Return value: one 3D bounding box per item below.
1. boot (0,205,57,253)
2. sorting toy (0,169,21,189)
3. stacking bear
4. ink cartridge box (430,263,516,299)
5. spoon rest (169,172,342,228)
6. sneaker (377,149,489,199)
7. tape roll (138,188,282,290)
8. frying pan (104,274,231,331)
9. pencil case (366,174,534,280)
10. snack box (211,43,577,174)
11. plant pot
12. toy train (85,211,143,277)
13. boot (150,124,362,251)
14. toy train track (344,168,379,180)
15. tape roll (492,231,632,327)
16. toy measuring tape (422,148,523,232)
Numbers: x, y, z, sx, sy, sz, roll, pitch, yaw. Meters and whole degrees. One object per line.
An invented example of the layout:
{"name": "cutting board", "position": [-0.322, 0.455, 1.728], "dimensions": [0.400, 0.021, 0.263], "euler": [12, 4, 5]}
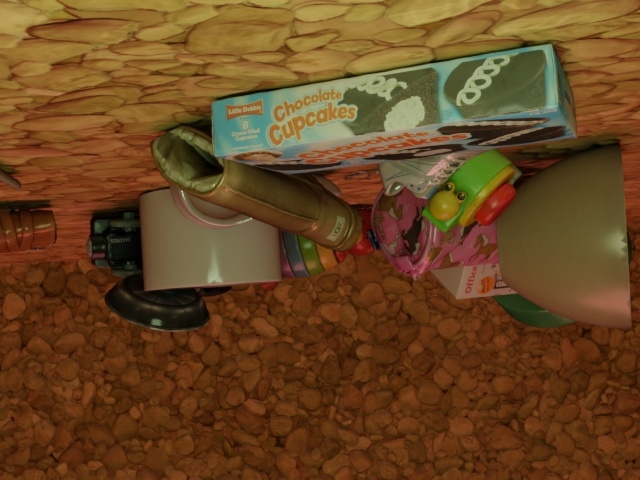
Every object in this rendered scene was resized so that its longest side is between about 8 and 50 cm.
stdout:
{"name": "boot", "position": [-0.559, -0.007, 1.449], "dimensions": [0.220, 0.109, 0.283], "euler": [-2, 178, -12]}
{"name": "sorting toy", "position": [-0.500, -0.071, 1.080], "dimensions": [0.208, 0.038, 0.193], "euler": [-4, 177, -7]}
{"name": "stacking bear", "position": [0.000, 0.000, 2.009], "dimensions": [0.289, 0.175, 0.164], "euler": [-12, 173, 8]}
{"name": "ink cartridge box", "position": [0.355, 0.003, 1.798], "dimensions": [0.232, 0.171, 0.168], "euler": [-4, -150, -23]}
{"name": "spoon rest", "position": [-0.097, -0.063, 1.364], "dimensions": [0.276, 0.084, 0.137], "euler": [-2, 176, -24]}
{"name": "sneaker", "position": [0.153, -0.097, 1.125], "dimensions": [0.071, 0.083, 0.190], "euler": [1, 172, -43]}
{"name": "tape roll", "position": [-0.194, -0.002, 1.526], "dimensions": [0.246, 0.169, 0.246], "euler": [-5, 177, 0]}
{"name": "frying pan", "position": [-0.252, 0.113, 1.648], "dimensions": [0.326, 0.053, 0.197], "euler": [-1, -156, -41]}
{"name": "pencil case", "position": [0.266, -0.032, 1.506], "dimensions": [0.386, 0.160, 0.167], "euler": [-4, 139, -40]}
{"name": "snack box", "position": [0.077, -0.118, 0.849], "dimensions": [0.322, 0.060, 0.187], "euler": [-5, 176, 21]}
{"name": "plant pot", "position": [0.381, -0.002, 1.357], "dimensions": [0.191, 0.284, 0.284], "euler": [-3, 177, 19]}
{"name": "toy train", "position": [-0.318, -0.002, 1.773], "dimensions": [0.334, 0.142, 0.190], "euler": [-5, -171, -24]}
{"name": "boot", "position": [-0.098, -0.079, 1.047], "dimensions": [0.236, 0.089, 0.269], "euler": [24, -178, 40]}
{"name": "toy train track", "position": [0.070, -0.105, 1.429], "dimensions": [0.048, 0.014, 0.083], "euler": [-1, 176, -39]}
{"name": "tape roll", "position": [0.516, 0.037, 1.909], "dimensions": [0.321, 0.321, 0.077], "euler": [-7, 142, 41]}
{"name": "toy measuring tape", "position": [0.248, -0.097, 1.255], "dimensions": [0.121, 0.121, 0.330], "euler": [-7, -168, 35]}
